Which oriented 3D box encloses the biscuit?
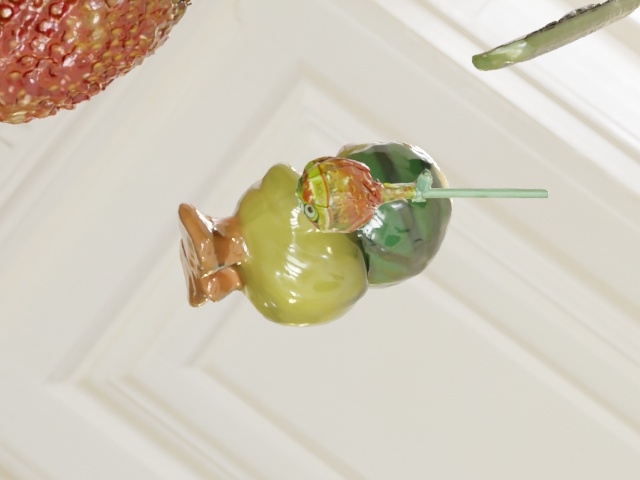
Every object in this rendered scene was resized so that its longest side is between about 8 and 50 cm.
[{"bbox_3d":[0.301,-0.262,1.798,0.099,0.038,0.322,-18,-173,41],"label":"biscuit"}]

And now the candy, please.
[{"bbox_3d":[0.080,-0.035,1.122,0.060,0.201,0.060,179,-90,-81],"label":"candy"}]

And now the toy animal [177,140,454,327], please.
[{"bbox_3d":[0.002,0.002,1.743,0.338,0.191,0.216,-17,156,-11],"label":"toy animal"}]

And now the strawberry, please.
[{"bbox_3d":[-0.299,-0.208,1.585,0.233,0.306,0.138,45,39,-67],"label":"strawberry"}]
